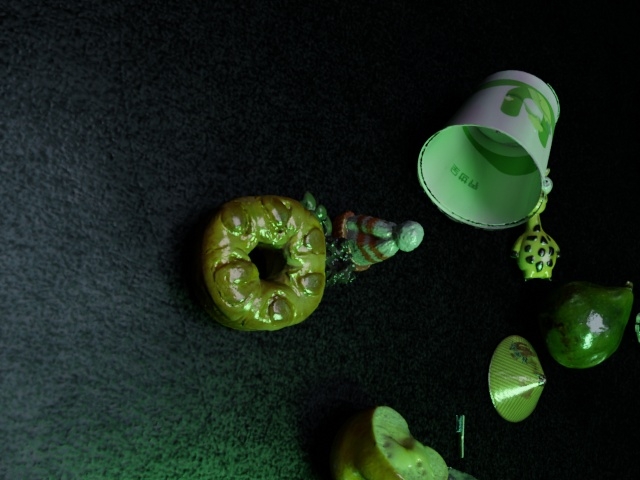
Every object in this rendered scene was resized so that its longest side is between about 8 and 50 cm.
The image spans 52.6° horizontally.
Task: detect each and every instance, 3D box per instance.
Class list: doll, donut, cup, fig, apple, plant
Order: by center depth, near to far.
[{"bbox_3d":[-0.095,0.035,1.004,0.227,0.114,0.226,6,80,-38],"label":"donut"},{"bbox_3d":[0.110,0.374,1.081,0.195,0.160,0.173,46,40,7],"label":"apple"},{"bbox_3d":[0.000,0.000,1.107,0.174,0.085,0.087,64,12,-2],"label":"plant"},{"bbox_3d":[0.362,-0.197,1.328,0.253,0.253,0.274,52,49,-20],"label":"cup"},{"bbox_3d":[0.609,0.171,1.459,0.245,0.195,0.195,-30,106,7],"label":"fig"},{"bbox_3d":[0.490,-0.049,1.489,0.117,0.086,0.290,0,81,-8],"label":"doll"}]

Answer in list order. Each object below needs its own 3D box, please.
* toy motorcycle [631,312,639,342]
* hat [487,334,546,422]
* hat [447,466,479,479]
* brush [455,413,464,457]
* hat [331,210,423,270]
[{"bbox_3d":[0.958,0.240,1.766,0.263,0.157,0.090,5,82,-36],"label":"toy motorcycle"},{"bbox_3d":[0.457,0.303,1.414,0.193,0.082,0.192,7,79,-38],"label":"hat"},{"bbox_3d":[0.215,0.534,1.153,0.266,0.265,0.128,2,115,-38],"label":"hat"},{"bbox_3d":[0.281,0.394,1.304,0.013,0.016,0.083,7,78,-24],"label":"brush"},{"bbox_3d":[0.103,-0.005,1.134,0.094,0.162,0.112,-23,101,-41],"label":"hat"}]
